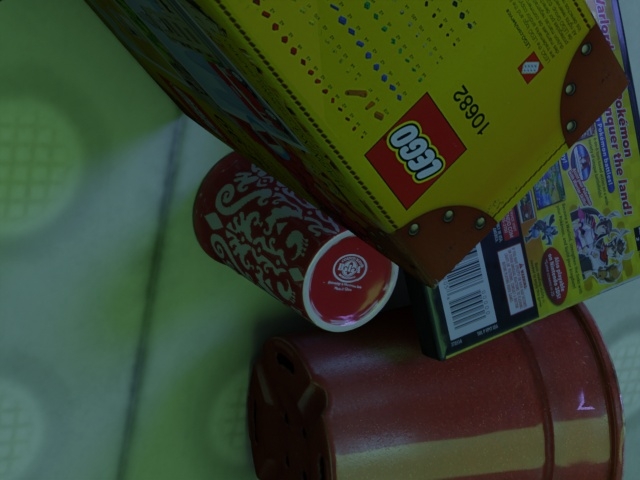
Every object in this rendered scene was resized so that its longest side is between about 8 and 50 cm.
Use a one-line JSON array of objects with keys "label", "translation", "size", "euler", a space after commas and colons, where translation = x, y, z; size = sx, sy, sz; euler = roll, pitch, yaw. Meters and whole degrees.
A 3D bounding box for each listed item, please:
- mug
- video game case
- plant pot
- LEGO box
[{"label": "mug", "translation": [-0.004, -0.007, 1.142], "size": [0.150, 0.169, 0.113], "euler": [-25, 123, -21]}, {"label": "video game case", "translation": [0.167, -0.067, 1.157], "size": [0.248, 0.035, 0.275], "euler": [-20, 105, -24]}, {"label": "plant pot", "translation": [0.089, 0.169, 1.248], "size": [0.265, 0.272, 0.272], "euler": [-5, 115, -22]}, {"label": "LEGO box", "translation": [-0.082, -0.249, 0.846], "size": [0.193, 0.372, 0.500], "euler": [-46, 128, -7]}]
